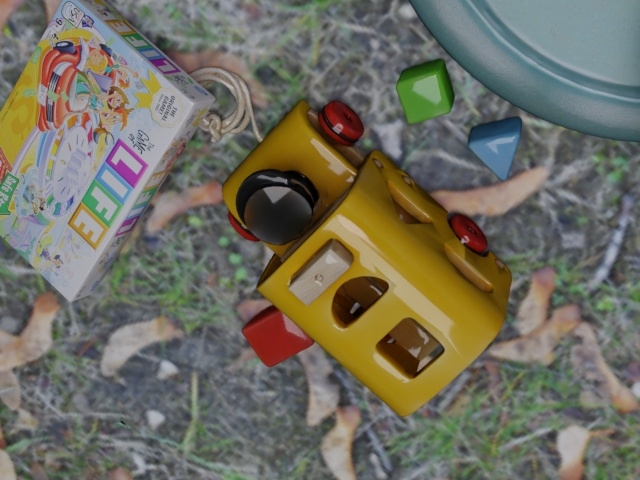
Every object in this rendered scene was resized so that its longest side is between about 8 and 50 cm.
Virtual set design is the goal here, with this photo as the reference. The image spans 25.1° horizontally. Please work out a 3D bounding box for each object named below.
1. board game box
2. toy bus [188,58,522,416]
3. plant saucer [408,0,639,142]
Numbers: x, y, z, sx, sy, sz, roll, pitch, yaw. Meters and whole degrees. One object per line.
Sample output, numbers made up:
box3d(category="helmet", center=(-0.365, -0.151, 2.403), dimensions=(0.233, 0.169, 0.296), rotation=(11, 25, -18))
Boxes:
box3d(category="board game box", center=(-0.141, -0.055, 0.847), dimensions=(0.103, 0.026, 0.154), rotation=(41, 116, 13))
box3d(category="toy bus", center=(0.012, 0.004, 0.815), dimensions=(0.202, 0.104, 0.191), rotation=(0, 113, 11))
box3d(category="plant saucer", center=(0.178, -0.193, 0.731), dimensions=(0.317, 0.044, 0.318), rotation=(5, 114, 10))
